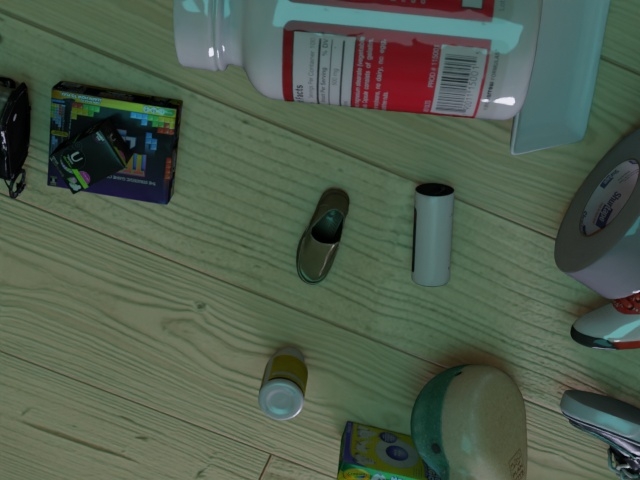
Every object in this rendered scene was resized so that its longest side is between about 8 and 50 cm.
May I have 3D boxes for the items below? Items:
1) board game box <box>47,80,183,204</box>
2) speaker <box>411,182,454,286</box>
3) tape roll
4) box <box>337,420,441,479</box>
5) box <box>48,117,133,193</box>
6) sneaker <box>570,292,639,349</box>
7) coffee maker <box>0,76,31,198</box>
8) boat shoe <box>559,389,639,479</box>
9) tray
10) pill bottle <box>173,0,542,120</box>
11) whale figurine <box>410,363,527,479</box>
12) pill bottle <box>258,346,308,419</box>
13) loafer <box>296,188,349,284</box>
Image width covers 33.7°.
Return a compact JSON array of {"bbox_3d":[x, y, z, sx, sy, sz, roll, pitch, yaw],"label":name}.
[{"bbox_3d":[-0.280,-0.132,1.433,0.170,0.048,0.141,9,113,1],"label":"board game box"},{"bbox_3d":[0.154,-0.009,1.447,0.055,0.055,0.136,2,114,4],"label":"speaker"},{"bbox_3d":[0.390,-0.036,1.328,0.072,0.219,0.219,31,112,-9],"label":"tape roll"},{"bbox_3d":[0.118,0.333,1.571,0.179,0.105,0.043,15,116,-3],"label":"box"},{"bbox_3d":[-0.301,-0.111,1.389,0.083,0.052,0.062,-25,111,14],"label":"box"},{"bbox_3d":[0.470,0.059,1.435,0.270,0.090,0.145,-7,112,4],"label":"sneaker"},{"bbox_3d":[-0.488,-0.143,1.406,0.178,0.120,0.171,12,114,0],"label":"coffee maker"},{"bbox_3d":[0.473,0.310,1.529,0.306,0.113,0.105,22,99,-15],"label":"boat shoe"},{"bbox_3d":[0.296,-0.246,1.317,0.145,0.030,0.270,-14,120,-36],"label":"tray"},{"bbox_3d":[0.043,-0.272,1.248,0.407,0.229,0.229,6,114,2],"label":"pill bottle"},{"bbox_3d":[0.218,0.310,1.516,0.141,0.216,0.272,-5,111,38],"label":"whale figurine"},{"bbox_3d":[-0.051,0.201,1.521,0.065,0.116,0.065,2,114,4],"label":"pill bottle"},{"bbox_3d":[0.000,0.000,1.466,0.056,0.050,0.148,15,114,-2],"label":"loafer"}]
